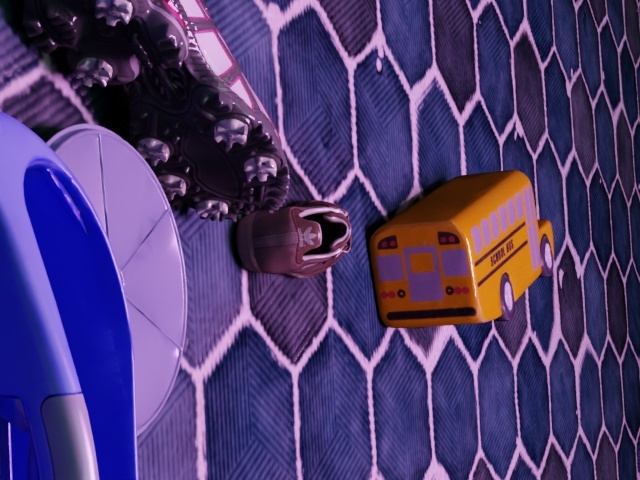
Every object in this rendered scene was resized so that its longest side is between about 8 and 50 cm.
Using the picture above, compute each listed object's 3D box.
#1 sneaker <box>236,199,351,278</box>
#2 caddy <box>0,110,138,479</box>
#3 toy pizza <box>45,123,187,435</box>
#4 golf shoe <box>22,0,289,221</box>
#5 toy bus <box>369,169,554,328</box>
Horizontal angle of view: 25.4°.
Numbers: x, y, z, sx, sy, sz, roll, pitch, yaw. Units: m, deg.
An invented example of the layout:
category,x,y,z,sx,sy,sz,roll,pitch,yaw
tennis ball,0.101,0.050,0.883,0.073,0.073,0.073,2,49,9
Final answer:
category,x,y,z,sx,sy,sz,roll,pitch,yaw
sneaker,0.000,0.000,1.173,0.188,0.071,0.066,-15,100,-67
caddy,-0.172,0.113,0.607,0.241,0.179,0.341,4,83,-66
toy pizza,-0.142,0.028,0.882,0.201,0.032,0.201,-6,90,-67
golf shoe,-0.091,-0.117,0.946,0.273,0.105,0.120,58,28,-48
toy bus,0.159,0.009,1.508,0.332,0.108,0.130,-32,114,-64
